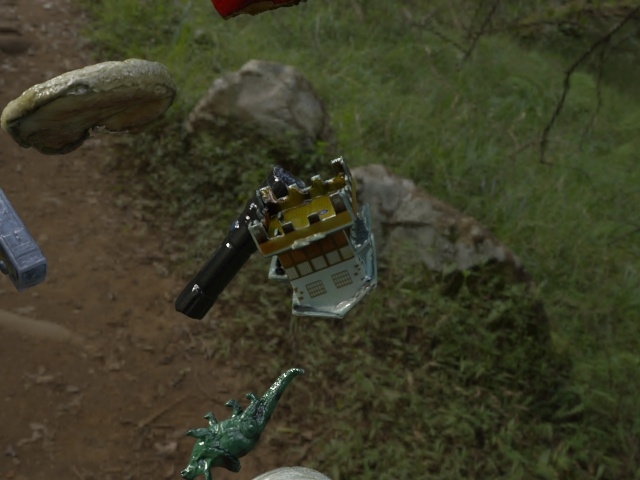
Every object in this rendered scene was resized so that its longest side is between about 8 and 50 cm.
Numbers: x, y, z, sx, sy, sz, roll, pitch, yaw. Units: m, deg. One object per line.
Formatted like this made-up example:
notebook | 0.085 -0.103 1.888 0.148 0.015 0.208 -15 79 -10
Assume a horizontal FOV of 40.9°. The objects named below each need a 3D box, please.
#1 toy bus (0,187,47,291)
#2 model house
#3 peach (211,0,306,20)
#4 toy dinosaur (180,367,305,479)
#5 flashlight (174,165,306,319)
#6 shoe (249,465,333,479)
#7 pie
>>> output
toy bus | -0.525 -0.012 1.435 0.064 0.075 0.191 -27 75 -37
model house | 0.000 0.000 1.558 0.198 0.215 0.224 -23 23 10
peach | -0.080 -0.338 1.042 0.118 0.151 0.151 -2 26 -30
toy dinosaur | -0.157 0.333 1.607 0.120 0.292 0.079 34 -7 6
flashlight | -0.191 0.013 1.963 0.103 0.424 0.103 36 18 -14
shoe | -0.125 0.494 1.397 0.341 0.132 0.210 -13 19 7
pie | -0.412 -0.244 1.552 0.337 0.075 0.337 -22 -8 -3
